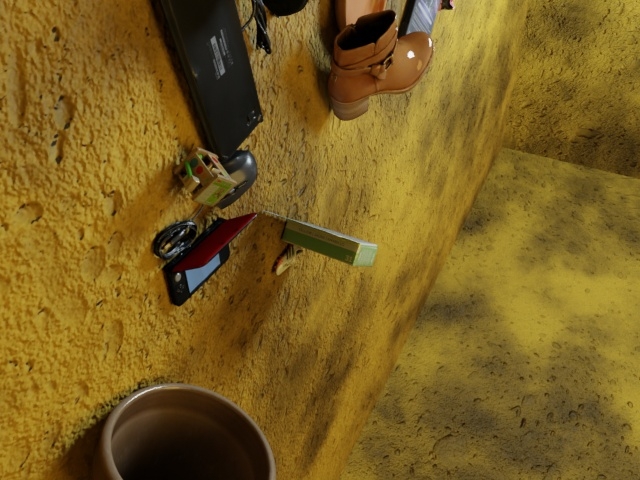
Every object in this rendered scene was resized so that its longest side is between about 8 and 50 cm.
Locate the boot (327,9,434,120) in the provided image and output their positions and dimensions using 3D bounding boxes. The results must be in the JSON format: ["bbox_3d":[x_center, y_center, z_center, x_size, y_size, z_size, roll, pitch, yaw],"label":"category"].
[{"bbox_3d":[0.126,-0.380,1.114,0.283,0.109,0.220,-34,161,-11],"label":"boot"}]

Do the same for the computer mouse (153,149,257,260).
[{"bbox_3d":[-0.166,-0.056,0.869,0.242,0.041,0.071,-56,154,-32],"label":"computer mouse"}]

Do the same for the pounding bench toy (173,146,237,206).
[{"bbox_3d":[-0.170,-0.093,0.787,0.052,0.065,0.083,-41,162,13],"label":"pounding bench toy"}]

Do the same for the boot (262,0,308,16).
[{"bbox_3d":[-0.024,-0.447,0.764,0.207,0.094,0.246,-42,122,-48],"label":"boot"}]

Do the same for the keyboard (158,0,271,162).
[{"bbox_3d":[-0.131,-0.280,0.789,0.201,0.033,0.317,-56,154,-31],"label":"keyboard"}]

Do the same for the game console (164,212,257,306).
[{"bbox_3d":[-0.163,0.030,0.883,0.144,0.085,0.124,-49,149,-43],"label":"game console"}]

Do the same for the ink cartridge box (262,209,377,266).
[{"bbox_3d":[0.000,0.000,1.127,0.235,0.171,0.056,7,101,-67],"label":"ink cartridge box"}]

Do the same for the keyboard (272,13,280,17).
[{"bbox_3d":[-0.031,-0.442,0.907,0.180,0.023,0.108,-54,159,-38],"label":"keyboard"}]

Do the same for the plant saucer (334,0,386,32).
[{"bbox_3d":[0.079,-0.480,1.112,0.200,0.037,0.200,-48,148,-43],"label":"plant saucer"}]

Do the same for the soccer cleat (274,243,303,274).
[{"bbox_3d":[-0.066,0.042,1.185,0.083,0.036,0.029,-55,153,-35],"label":"soccer cleat"}]

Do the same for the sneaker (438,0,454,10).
[{"bbox_3d":[0.362,-0.700,1.577,0.047,0.057,0.119,-32,134,-55],"label":"sneaker"}]

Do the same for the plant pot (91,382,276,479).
[{"bbox_3d":[-0.228,0.387,0.845,0.229,0.263,0.263,-61,162,20],"label":"plant pot"}]

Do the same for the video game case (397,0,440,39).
[{"bbox_3d":[0.264,-0.595,1.473,0.196,0.026,0.274,0,106,-67],"label":"video game case"}]
